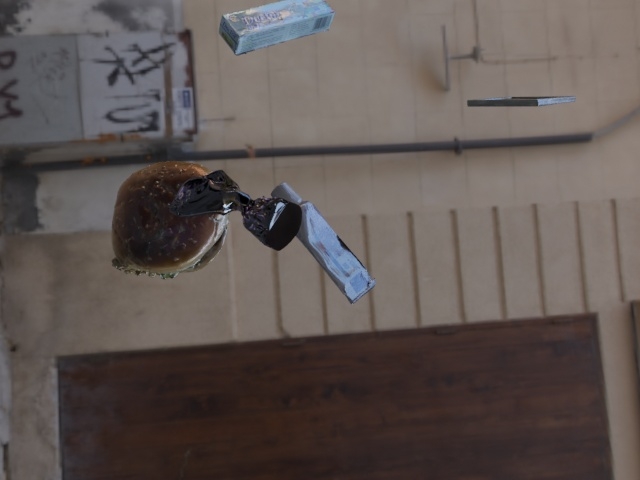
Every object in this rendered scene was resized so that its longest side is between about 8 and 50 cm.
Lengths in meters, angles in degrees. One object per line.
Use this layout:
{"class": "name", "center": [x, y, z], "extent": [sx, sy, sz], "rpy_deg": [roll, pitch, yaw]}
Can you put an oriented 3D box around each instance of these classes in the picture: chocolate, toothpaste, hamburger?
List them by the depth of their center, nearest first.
{"class": "chocolate", "center": [-0.094, -0.041, 0.842], "extent": [0.072, 0.147, 0.070], "rpy_deg": [-46, 150, -40]}
{"class": "toothpaste", "center": [-0.055, -0.291, 1.036], "extent": [0.046, 0.164, 0.034], "rpy_deg": [53, -34, 19]}
{"class": "toothpaste", "center": [0.001, -0.001, 1.560], "extent": [0.282, 0.099, 0.068], "rpy_deg": [52, -25, 4]}
{"class": "hamburger", "center": [-0.324, -0.044, 1.635], "extent": [0.243, 0.286, 0.146], "rpy_deg": [50, 3, 10]}

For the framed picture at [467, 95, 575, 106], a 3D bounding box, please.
{"class": "framed picture", "center": [0.178, -0.123, 0.681], "extent": [0.089, 0.066, 0.007], "rpy_deg": [-16, 108, -50]}
